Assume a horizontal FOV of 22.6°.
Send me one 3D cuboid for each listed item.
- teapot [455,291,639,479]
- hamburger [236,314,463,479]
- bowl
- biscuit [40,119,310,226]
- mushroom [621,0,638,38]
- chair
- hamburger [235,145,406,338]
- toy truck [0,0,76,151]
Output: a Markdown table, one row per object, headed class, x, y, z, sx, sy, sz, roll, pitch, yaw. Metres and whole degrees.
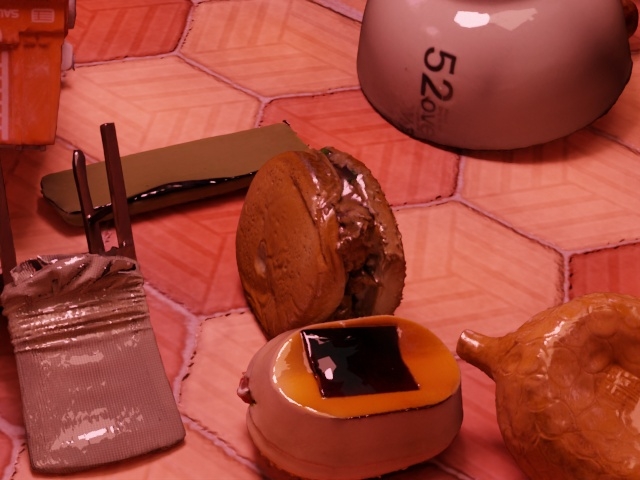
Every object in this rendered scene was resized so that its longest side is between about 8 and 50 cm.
| class | x | y | z | sx | sy | sz | roll | pitch | yaw |
| --- | --- | --- | --- | --- | --- | --- | --- | --- | --- |
| teapot | 0.268 | 0.165 | 1.496 | 0.311 | 0.167 | 0.203 | 31 | 68 | 2 |
| hamburger | 0.032 | 0.148 | 1.510 | 0.210 | 0.116 | 0.173 | -8 | 48 | -25 |
| bowl | 0.214 | -0.293 | 1.989 | 0.354 | 0.185 | 0.353 | -3 | 46 | 3 |
| biscuit | -0.160 | -0.074 | 1.825 | 0.323 | 0.038 | 0.099 | -16 | 39 | -26 |
| mushroom | 0.347 | -0.307 | 2.177 | 0.171 | 0.080 | 0.135 | 34 | 36 | 28 |
| chair | -0.250 | 0.061 | 1.564 | 0.160 | 0.319 | 0.186 | -10 | -4 | -24 |
| hamburger | 0.000 | 0.000 | 1.637 | 0.122 | 0.189 | 0.215 | -3 | 35 | -29 |
| toy truck | -0.360 | -0.211 | 1.784 | 0.173 | 0.206 | 0.387 | 0 | 12 | -9 |
